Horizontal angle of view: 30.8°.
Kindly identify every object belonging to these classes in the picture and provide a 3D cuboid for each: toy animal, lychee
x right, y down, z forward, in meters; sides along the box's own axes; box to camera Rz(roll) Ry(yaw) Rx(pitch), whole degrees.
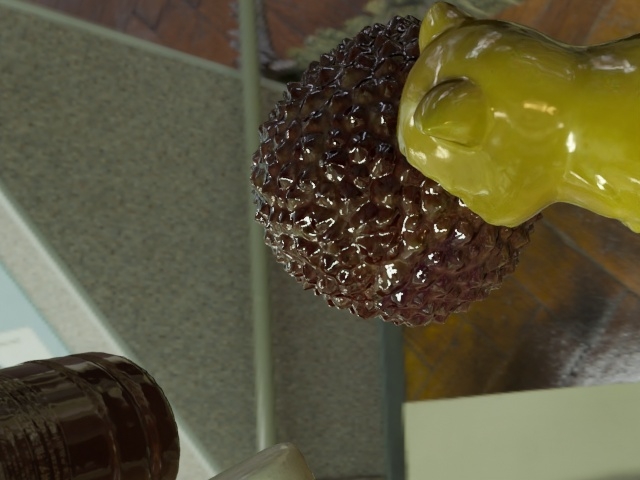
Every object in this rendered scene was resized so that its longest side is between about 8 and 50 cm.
[{"bbox_3d":[0.167,-0.079,0.755,0.156,0.230,0.156,10,-90,-89],"label":"toy animal"},{"bbox_3d":[0.085,-0.068,1.157,0.306,0.306,0.330,55,128,36],"label":"lychee"}]

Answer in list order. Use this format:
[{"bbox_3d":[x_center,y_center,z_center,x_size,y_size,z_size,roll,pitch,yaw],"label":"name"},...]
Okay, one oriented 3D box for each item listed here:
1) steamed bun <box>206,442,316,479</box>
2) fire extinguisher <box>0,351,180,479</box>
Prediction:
[{"bbox_3d":[-0.099,0.339,1.311,0.146,0.242,0.164,61,159,4],"label":"steamed bun"},{"bbox_3d":[-0.211,0.105,0.479,0.138,0.344,0.102,43,112,22],"label":"fire extinguisher"}]
